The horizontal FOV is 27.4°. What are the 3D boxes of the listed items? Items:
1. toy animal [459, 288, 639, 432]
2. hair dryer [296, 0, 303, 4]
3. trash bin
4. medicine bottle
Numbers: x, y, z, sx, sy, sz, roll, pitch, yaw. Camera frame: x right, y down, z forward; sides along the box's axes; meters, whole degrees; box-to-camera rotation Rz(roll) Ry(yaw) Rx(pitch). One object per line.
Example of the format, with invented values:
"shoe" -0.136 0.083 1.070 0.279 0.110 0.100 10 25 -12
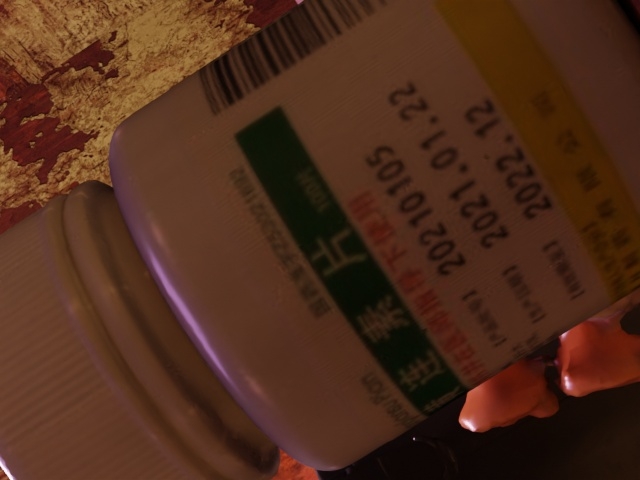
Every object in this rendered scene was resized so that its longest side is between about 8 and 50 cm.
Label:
"toy animal" 0.110 -0.023 0.880 0.169 0.195 0.281 27 -134 -63
"hair dryer" -0.007 -0.334 1.235 0.210 0.125 0.352 56 179 -8
"trash bin" 0.168 0.164 1.017 0.203 0.301 0.252 62 -176 30
"medicine bottle" 0.000 0.000 0.653 0.208 0.339 0.208 56 -174 -8
